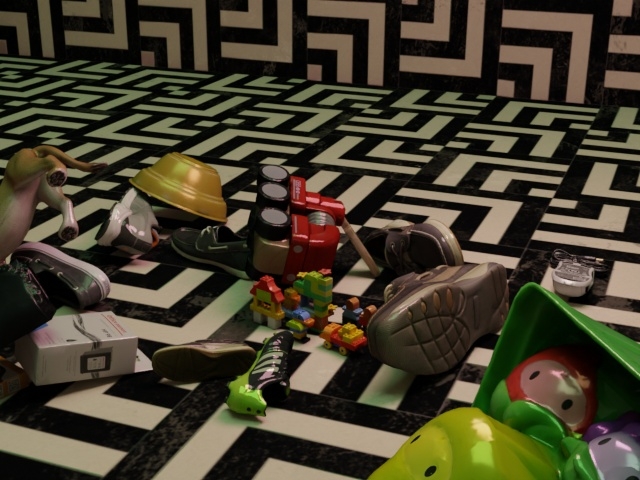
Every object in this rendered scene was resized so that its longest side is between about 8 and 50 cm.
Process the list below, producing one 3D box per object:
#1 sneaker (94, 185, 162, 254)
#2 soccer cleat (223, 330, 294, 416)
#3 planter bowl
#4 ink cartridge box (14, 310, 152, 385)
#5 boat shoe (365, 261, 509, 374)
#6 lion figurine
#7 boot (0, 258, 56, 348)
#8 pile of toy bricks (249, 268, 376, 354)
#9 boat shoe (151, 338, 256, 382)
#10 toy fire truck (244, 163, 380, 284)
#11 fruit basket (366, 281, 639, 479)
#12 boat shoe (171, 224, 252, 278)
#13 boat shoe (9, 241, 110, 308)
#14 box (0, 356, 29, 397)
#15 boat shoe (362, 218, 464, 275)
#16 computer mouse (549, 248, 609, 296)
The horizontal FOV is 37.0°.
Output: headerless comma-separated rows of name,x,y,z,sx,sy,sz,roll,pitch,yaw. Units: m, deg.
sneaker,-0.359,-0.029,1.847,0.108,0.100,0.271,29,12,-10
soccer cleat,-0.067,0.187,1.325,0.072,0.060,0.179,18,32,16
planter bowl,-0.272,-0.121,1.947,0.217,0.090,0.217,23,6,-3
ink cartridge box,-0.332,0.149,1.366,0.180,0.060,0.104,-3,20,-34
boat shoe,0.161,0.115,1.442,0.130,0.132,0.355,2,9,36
lion figurine,-0.526,-0.039,1.593,0.392,0.142,0.240,-44,44,1
boot,-0.450,0.132,1.246,0.207,0.094,0.246,-30,33,-5
pile of toy bricks,-0.003,0.092,1.492,0.212,0.105,0.118,17,26,36
boat shoe,-0.168,0.170,1.370,0.152,0.056,0.049,3,14,-19
toy fire truck,0.000,0.000,1.637,0.247,0.158,0.217,9,33,-8
fruit basket,0.221,0.226,0.975,0.392,0.282,0.392,17,16,-5
boat shoe,-0.185,0.004,1.762,0.233,0.079,0.084,16,27,38
boat shoe,-0.456,0.066,1.606,0.229,0.080,0.076,18,38,29
box,-0.481,0.201,1.310,0.081,0.028,0.136,18,25,36
boat shoe,0.156,0.019,1.678,0.092,0.102,0.285,-24,14,-16
computer mouse,0.441,0.063,1.671,0.106,0.042,0.193,14,19,20
